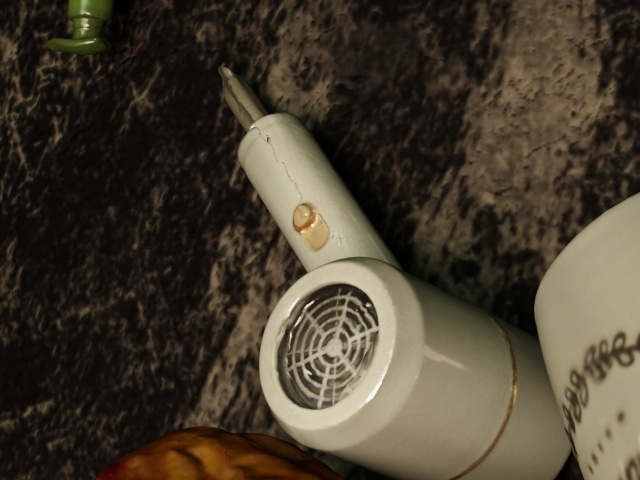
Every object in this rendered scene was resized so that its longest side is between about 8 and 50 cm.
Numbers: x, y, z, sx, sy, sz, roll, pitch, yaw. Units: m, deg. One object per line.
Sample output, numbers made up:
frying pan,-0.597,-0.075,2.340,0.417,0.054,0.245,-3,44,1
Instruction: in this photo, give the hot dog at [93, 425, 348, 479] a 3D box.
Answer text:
hot dog,0.033,0.236,0.790,0.387,0.267,0.174,30,123,37

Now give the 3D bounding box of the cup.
cup,0.200,0.120,0.883,0.234,0.186,0.258,61,139,34

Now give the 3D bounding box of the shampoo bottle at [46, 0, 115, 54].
shampoo bottle,-0.148,-0.241,1.197,0.118,0.087,0.234,0,80,31

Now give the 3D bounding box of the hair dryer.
hair dryer,0.000,0.000,1.034,0.107,0.173,0.357,-46,48,14
